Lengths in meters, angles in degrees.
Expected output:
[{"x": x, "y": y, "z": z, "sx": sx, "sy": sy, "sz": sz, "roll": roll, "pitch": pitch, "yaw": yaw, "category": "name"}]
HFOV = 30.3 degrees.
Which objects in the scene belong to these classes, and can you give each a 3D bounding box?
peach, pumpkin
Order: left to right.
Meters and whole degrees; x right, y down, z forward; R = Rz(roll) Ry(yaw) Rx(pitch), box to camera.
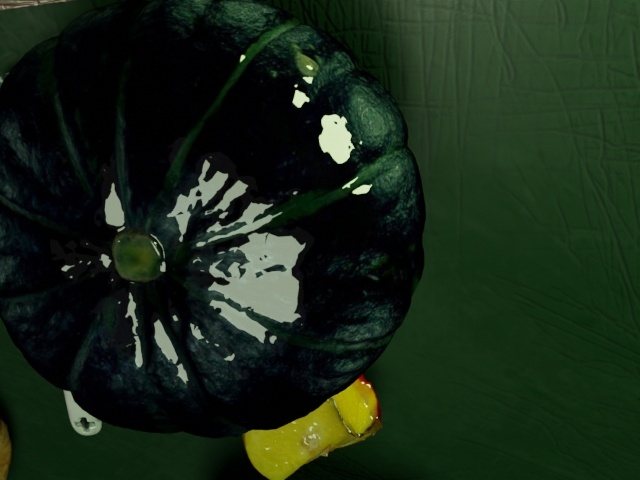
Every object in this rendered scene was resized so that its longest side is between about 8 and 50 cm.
[{"x": -0.094, "y": -0.016, "z": 0.946, "sx": 0.363, "sy": 0.266, "sz": 0.363, "roll": 3, "pitch": 107, "yaw": 10, "category": "pumpkin"}, {"x": -0.019, "y": 0.162, "z": 1.161, "sx": 0.151, "sy": 0.118, "sz": 0.151, "roll": -20, "pitch": 156, "yaw": -10, "category": "peach"}]

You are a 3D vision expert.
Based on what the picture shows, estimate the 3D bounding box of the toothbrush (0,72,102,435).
[{"x": -0.257, "y": 0.030, "z": 1.137, "sx": 0.042, "sy": 0.040, "sz": 0.418, "roll": -1, "pitch": 126, "yaw": 5, "category": "toothbrush"}]

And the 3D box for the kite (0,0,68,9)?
[{"x": -0.245, "y": -0.245, "z": 0.979, "sx": 0.152, "sy": 0.005, "sz": 0.137, "roll": 31, "pitch": 117, "yaw": -16, "category": "kite"}]

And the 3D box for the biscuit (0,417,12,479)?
[{"x": -0.494, "y": 0.217, "z": 1.232, "sx": 0.334, "sy": 0.081, "sz": 0.289, "roll": 0, "pitch": 121, "yaw": 4, "category": "biscuit"}]
